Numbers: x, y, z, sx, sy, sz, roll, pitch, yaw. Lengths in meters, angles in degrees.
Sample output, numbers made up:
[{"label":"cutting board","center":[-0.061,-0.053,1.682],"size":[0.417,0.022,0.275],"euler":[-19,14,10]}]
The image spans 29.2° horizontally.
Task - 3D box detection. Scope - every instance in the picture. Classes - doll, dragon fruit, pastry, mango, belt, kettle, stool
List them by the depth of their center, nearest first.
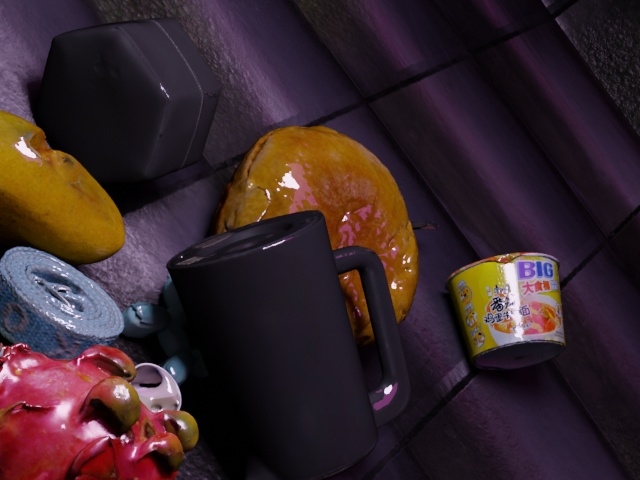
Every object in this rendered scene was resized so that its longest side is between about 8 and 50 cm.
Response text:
[{"label":"dragon fruit","center":[-0.289,0.203,1.227],"size":[0.307,0.228,0.243],"euler":[21,4,-41]},{"label":"belt","center":[-0.316,0.084,1.436],"size":[0.163,0.082,0.147],"euler":[47,21,26]},{"label":"mango","center":[-0.355,-0.060,1.480],"size":[0.262,0.167,0.130],"euler":[38,52,-25]},{"label":"kettle","center":[-0.038,0.129,1.573],"size":[0.262,0.203,0.308],"euler":[-37,112,-60]},{"label":"doll","center":[-0.185,0.114,1.599],"size":[0.158,0.059,0.159],"euler":[-9,66,-50]},{"label":"stool","center":[-0.257,-0.187,1.643],"size":[0.232,0.232,0.141],"euler":[55,34,3]},{"label":"pastry","center":[0.000,0.000,1.769],"size":[0.356,0.164,0.356],"euler":[13,65,-28]}]

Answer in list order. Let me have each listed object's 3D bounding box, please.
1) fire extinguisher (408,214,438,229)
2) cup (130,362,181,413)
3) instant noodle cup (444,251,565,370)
[{"label":"fire extinguisher","center":[0.076,-0.036,1.995],"size":[0.267,0.089,0.072],"euler":[8,79,-45]},{"label":"cup","center":[-0.218,0.210,1.442],"size":[0.074,0.099,0.102],"euler":[10,54,-43]},{"label":"instant noodle cup","center":[0.314,0.125,2.055],"size":[0.205,0.205,0.153],"euler":[15,60,-41]}]
